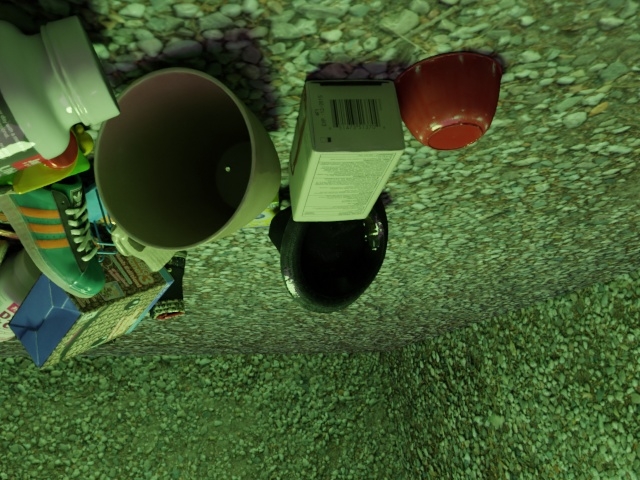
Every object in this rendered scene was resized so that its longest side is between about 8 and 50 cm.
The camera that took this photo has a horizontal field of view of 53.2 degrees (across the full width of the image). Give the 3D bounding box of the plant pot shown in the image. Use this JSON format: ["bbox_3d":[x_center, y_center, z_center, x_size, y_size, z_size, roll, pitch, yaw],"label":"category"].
[{"bbox_3d":[-0.171,-0.114,1.024,0.256,0.257,0.274,-11,177,16],"label":"plant pot"}]

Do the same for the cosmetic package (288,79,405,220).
[{"bbox_3d":[0.033,-0.145,1.112,0.153,0.129,0.296,-3,161,-11],"label":"cosmetic package"}]

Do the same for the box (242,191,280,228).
[{"bbox_3d":[-0.141,-0.074,1.416,0.105,0.043,0.179,-4,160,-4],"label":"box"}]

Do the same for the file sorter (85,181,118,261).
[{"bbox_3d":[-0.407,-0.038,1.224,0.170,0.105,0.118,-26,167,22],"label":"file sorter"}]

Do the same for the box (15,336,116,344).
[{"bbox_3d":[-0.771,0.198,1.820,0.293,0.073,0.296,-9,132,15],"label":"box"}]

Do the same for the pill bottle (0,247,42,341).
[{"bbox_3d":[-0.753,0.126,1.599,0.283,0.160,0.160,-34,149,28],"label":"pill bottle"}]

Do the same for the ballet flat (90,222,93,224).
[{"bbox_3d":[-0.417,-0.075,1.321,0.173,0.049,0.057,-18,156,24],"label":"ballet flat"}]

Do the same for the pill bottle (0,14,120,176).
[{"bbox_3d":[-0.424,-0.162,0.785,0.318,0.176,0.176,-23,164,-9],"label":"pill bottle"}]

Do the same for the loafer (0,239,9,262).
[{"bbox_3d":[-0.835,0.058,1.528,0.268,0.102,0.092,-27,133,37],"label":"loafer"}]

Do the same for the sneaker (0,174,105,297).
[{"bbox_3d":[-0.449,-0.040,1.103,0.121,0.302,0.108,-26,-161,11],"label":"sneaker"}]

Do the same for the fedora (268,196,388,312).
[{"bbox_3d":[0.000,0.000,1.423,0.152,0.334,0.334,19,-178,42],"label":"fedora"}]

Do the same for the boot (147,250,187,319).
[{"bbox_3d":[-0.464,0.122,1.695,0.236,0.179,0.085,-10,163,10],"label":"boot"}]

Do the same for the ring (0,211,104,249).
[{"bbox_3d":[-0.630,-0.014,1.345,0.336,0.032,0.336,9,170,2],"label":"ring"}]

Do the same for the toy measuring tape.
[{"bbox_3d":[-0.465,-0.123,0.938,0.121,0.121,0.330,-18,-168,34],"label":"toy measuring tape"}]

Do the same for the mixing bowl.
[{"bbox_3d":[0.207,-0.207,1.023,0.181,0.098,0.181,-6,162,-2],"label":"mixing bowl"}]

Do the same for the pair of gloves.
[{"bbox_3d":[-0.282,-0.068,1.171,0.042,0.240,0.204,31,170,20],"label":"pair of gloves"}]

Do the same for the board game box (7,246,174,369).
[{"bbox_3d":[-0.541,0.145,1.527,0.232,0.141,0.291,-46,168,29],"label":"board game box"}]

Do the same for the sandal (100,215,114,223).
[{"bbox_3d":[-0.362,-0.030,1.432,0.265,0.076,0.102,0,161,-14],"label":"sandal"}]
